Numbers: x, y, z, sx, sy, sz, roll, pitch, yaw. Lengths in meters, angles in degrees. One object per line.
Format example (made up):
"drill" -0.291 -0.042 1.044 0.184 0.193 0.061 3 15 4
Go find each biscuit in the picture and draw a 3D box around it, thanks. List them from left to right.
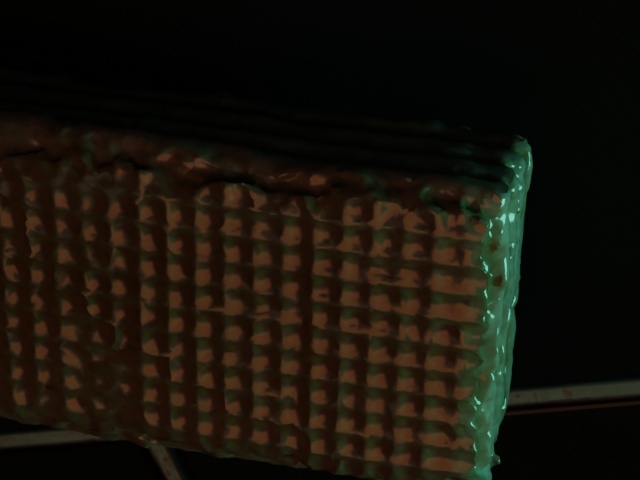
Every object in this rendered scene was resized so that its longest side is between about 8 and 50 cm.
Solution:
"biscuit" -0.134 -0.002 0.649 0.426 0.078 0.144 7 119 12
